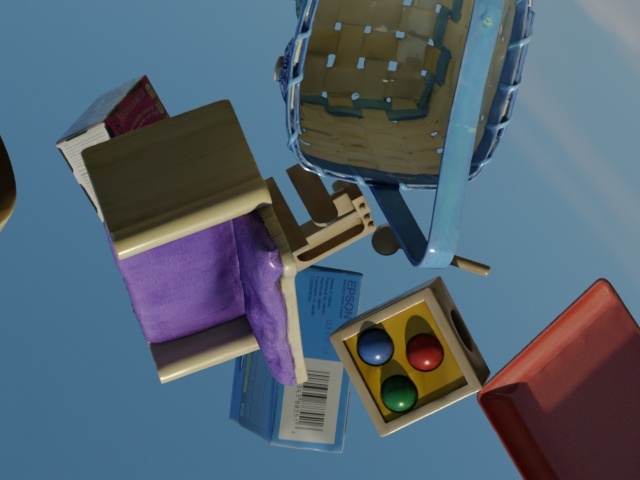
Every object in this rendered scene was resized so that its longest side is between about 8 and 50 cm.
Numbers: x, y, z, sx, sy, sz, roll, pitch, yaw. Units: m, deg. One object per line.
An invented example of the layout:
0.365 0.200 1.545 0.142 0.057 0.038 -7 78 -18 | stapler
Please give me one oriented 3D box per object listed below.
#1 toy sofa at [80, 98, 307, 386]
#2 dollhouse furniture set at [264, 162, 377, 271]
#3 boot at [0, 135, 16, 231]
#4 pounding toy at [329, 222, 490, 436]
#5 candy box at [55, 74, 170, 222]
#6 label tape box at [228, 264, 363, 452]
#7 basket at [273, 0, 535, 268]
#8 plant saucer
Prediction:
-0.116 0.035 1.652 0.362 0.150 0.177 87 163 -66 | toy sofa
0.000 0.000 2.037 0.123 0.144 0.151 61 179 41 | dollhouse furniture set
-0.321 -0.046 1.197 0.262 0.203 0.095 41 -130 16 | boot
0.103 0.080 1.848 0.206 0.181 0.094 63 -165 -1 | pounding toy
-0.190 -0.052 1.917 0.233 0.071 0.159 61 -158 -17 | candy box
-0.038 0.152 2.333 0.106 0.240 0.334 7 178 -12 | label tape box
0.074 -0.140 1.388 0.201 0.254 0.289 3 -158 -20 | basket
0.334 0.217 2.005 0.048 0.259 0.258 -5 -124 -44 | plant saucer
